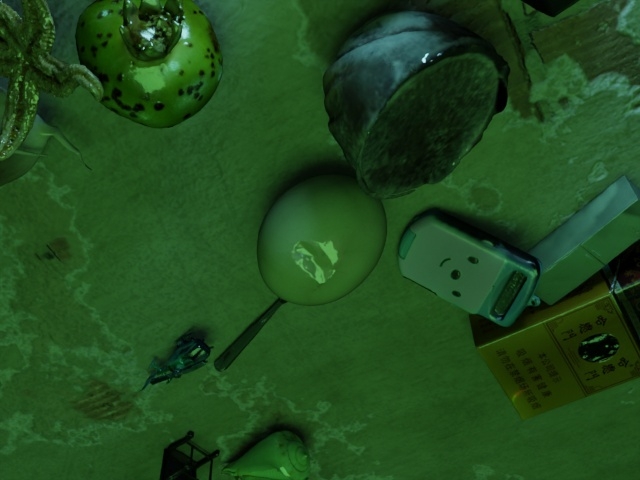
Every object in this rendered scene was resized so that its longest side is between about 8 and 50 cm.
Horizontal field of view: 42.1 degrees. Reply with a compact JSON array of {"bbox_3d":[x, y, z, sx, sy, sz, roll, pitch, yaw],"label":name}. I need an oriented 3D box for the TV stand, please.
[{"bbox_3d":[0.511,0.003,1.597,0.083,0.088,0.269,34,120,-22],"label":"TV stand"}]

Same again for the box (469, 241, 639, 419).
[{"bbox_3d":[0.550,0.188,1.716,0.416,0.115,0.264,-24,122,18],"label":"box"}]

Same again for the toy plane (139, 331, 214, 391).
[{"bbox_3d":[-0.304,0.264,1.785,0.060,0.096,0.235,42,134,-23],"label":"toy plane"}]

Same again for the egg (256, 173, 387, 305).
[{"bbox_3d":[0.000,0.000,1.511,0.219,0.219,0.269,33,106,-22],"label":"egg"}]

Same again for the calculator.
[{"bbox_3d":[0.288,0.057,1.609,0.293,0.051,0.172,27,123,9],"label":"calculator"}]

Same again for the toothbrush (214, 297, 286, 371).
[{"bbox_3d":[-0.142,0.192,1.770,0.030,0.030,0.297,44,120,2],"label":"toothbrush"}]

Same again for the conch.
[{"bbox_3d":[-0.117,0.550,1.965,0.143,0.137,0.250,31,120,-22],"label":"conch"}]

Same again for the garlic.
[{"bbox_3d":[-0.615,-0.134,1.407,0.340,0.231,0.245,-12,123,16],"label":"garlic"}]

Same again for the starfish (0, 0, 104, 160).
[{"bbox_3d":[-0.475,-0.282,1.297,0.375,0.094,0.326,16,109,28],"label":"starfish"}]

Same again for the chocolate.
[{"bbox_3d":[0.123,-0.242,1.341,0.303,0.213,0.303,-28,149,-19],"label":"chocolate"}]

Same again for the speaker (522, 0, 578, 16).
[{"bbox_3d":[0.326,-0.397,1.121,0.180,0.184,0.388,-31,165,20],"label":"speaker"}]

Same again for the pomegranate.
[{"bbox_3d":[-0.272,-0.305,1.269,0.231,0.230,0.286,-4,159,3],"label":"pomegranate"}]

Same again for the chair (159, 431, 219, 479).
[{"bbox_3d":[-0.353,0.578,2.005,0.229,0.106,0.113,-38,119,23],"label":"chair"}]
